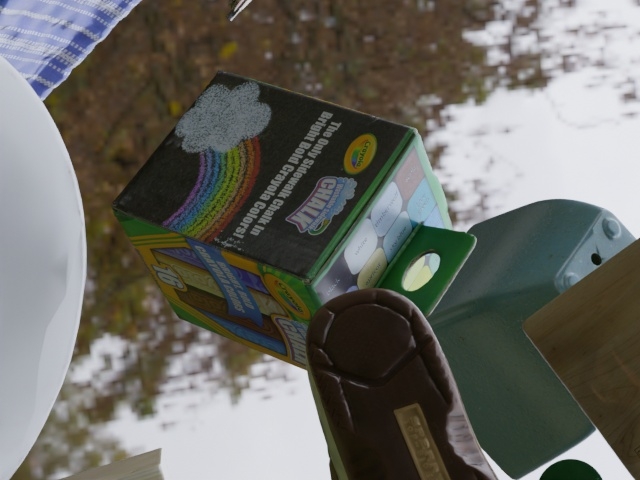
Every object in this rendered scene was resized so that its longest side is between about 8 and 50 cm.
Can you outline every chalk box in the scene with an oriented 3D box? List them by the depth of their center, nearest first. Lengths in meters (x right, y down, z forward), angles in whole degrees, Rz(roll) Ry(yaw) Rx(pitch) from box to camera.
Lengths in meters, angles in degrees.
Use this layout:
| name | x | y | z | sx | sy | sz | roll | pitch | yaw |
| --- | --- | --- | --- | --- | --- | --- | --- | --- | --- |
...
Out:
| name | x | y | z | sx | sy | sz | roll | pitch | yaw |
| --- | --- | --- | --- | --- | --- | --- | --- | --- | --- |
| chalk box | 0.000 | 0.000 | 1.341 | 0.289 | 0.180 | 0.179 | 21 | -27 | 31 |

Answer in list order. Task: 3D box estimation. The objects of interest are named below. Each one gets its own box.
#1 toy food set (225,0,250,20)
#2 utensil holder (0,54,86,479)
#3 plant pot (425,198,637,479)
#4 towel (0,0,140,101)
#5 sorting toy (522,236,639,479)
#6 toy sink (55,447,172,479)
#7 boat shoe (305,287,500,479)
| name | x | y | z | sx | sy | sz | roll | pitch | yaw |
| --- | --- | --- | --- | --- | --- | --- | --- | --- | --- |
| toy food set | -0.064 | -0.292 | 1.646 | 0.019 | 0.122 | 0.078 | 42 | -3 | 0 |
| utensil holder | -0.374 | 0.000 | 0.878 | 0.385 | 0.327 | 0.328 | 10 | -71 | 36 |
| plant pot | 0.283 | 0.096 | 1.823 | 0.247 | 0.248 | 0.252 | 47 | -36 | -8 |
| towel | -0.295 | -0.183 | 1.511 | 0.040 | 0.336 | 0.243 | 48 | 12 | 9 |
| sorting toy | 0.235 | 0.068 | 1.027 | 0.132 | 0.274 | 0.046 | 54 | 0 | 15 |
| toy sink | -0.198 | 0.349 | 1.534 | 0.131 | 0.152 | 0.234 | -166 | -120 | -84 |
| boat shoe | 0.056 | 0.153 | 0.770 | 0.095 | 0.095 | 0.257 | 91 | -11 | -61 |
